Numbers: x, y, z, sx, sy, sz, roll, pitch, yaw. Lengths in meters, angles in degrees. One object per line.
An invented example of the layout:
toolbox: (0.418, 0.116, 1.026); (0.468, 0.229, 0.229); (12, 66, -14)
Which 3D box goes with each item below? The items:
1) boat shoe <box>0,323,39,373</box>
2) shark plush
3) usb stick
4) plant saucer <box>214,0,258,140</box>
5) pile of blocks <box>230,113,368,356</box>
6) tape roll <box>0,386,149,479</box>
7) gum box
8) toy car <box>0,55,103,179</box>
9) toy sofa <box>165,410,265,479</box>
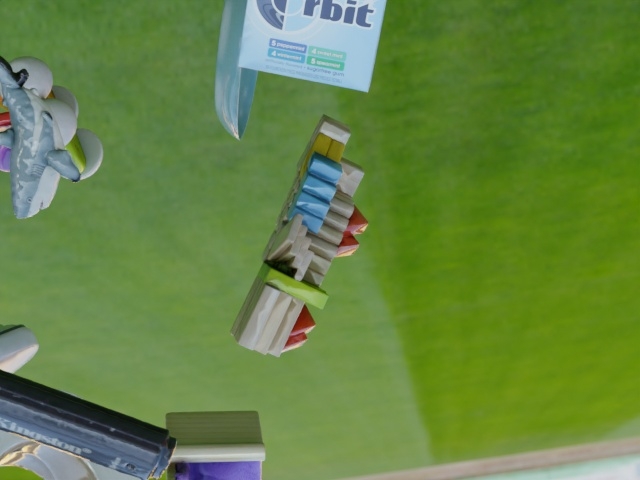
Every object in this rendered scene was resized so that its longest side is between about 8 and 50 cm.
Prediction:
boat shoe: (-0.519, 0.145, 1.646); (0.367, 0.156, 0.136); (-25, 166, -37)
shark plush: (-0.282, -0.103, 1.313); (0.067, 0.161, 0.073); (-24, -148, -20)
usb stick: (-0.280, 0.171, 1.365); (0.278, 0.045, 0.077); (21, 137, -9)
plant saucer: (-0.117, -0.310, 2.073); (0.044, 0.317, 0.317); (9, 167, 2)
pile of blocks: (0.000, 0.000, 1.808); (0.113, 0.362, 0.149); (25, 157, -11)
tape roll: (-0.342, 0.320, 1.626); (0.286, 0.286, 0.100); (2, 155, -37)
gum box: (-0.004, -0.274, 1.578); (0.157, 0.184, 0.041); (12, -155, 1)
toy car: (-0.394, -0.151, 1.894); (0.136, 0.182, 0.159); (-32, 159, 0)
toy sofa: (-0.166, 0.451, 2.121); (0.150, 0.362, 0.177); (0, -152, -8)
